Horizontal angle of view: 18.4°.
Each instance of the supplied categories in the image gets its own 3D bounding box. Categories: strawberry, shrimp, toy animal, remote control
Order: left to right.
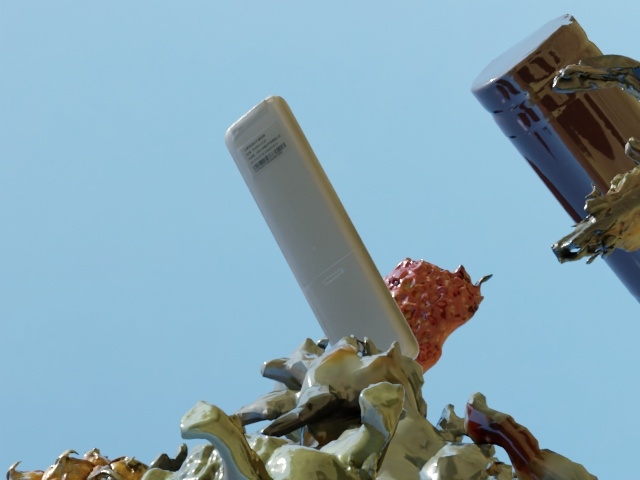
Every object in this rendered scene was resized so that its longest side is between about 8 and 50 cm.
[{"bbox_3d":[0.000,0.000,1.618,0.029,0.067,0.261,10,-133,-60],"label":"remote control"},{"bbox_3d":[0.008,0.086,0.625,0.069,0.220,0.086,-21,-77,-28],"label":"toy animal"},{"bbox_3d":[0.068,0.116,2.035,0.098,0.174,0.228,36,-113,1],"label":"strawberry"},{"bbox_3d":[0.227,-0.068,1.509,0.219,0.046,0.152,-37,-93,-36],"label":"shrimp"}]

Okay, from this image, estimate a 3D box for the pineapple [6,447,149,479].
[{"bbox_3d":[-0.202,0.240,1.608,0.164,0.250,0.140,30,-134,-81],"label":"pineapple"}]

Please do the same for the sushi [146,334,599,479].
[{"bbox_3d":[0.053,0.239,0.873,0.176,0.417,0.417,-27,-96,-33],"label":"sushi"}]

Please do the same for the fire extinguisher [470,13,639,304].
[{"bbox_3d":[0.286,-0.045,1.760,0.337,0.135,0.114,51,-160,-10],"label":"fire extinguisher"}]
